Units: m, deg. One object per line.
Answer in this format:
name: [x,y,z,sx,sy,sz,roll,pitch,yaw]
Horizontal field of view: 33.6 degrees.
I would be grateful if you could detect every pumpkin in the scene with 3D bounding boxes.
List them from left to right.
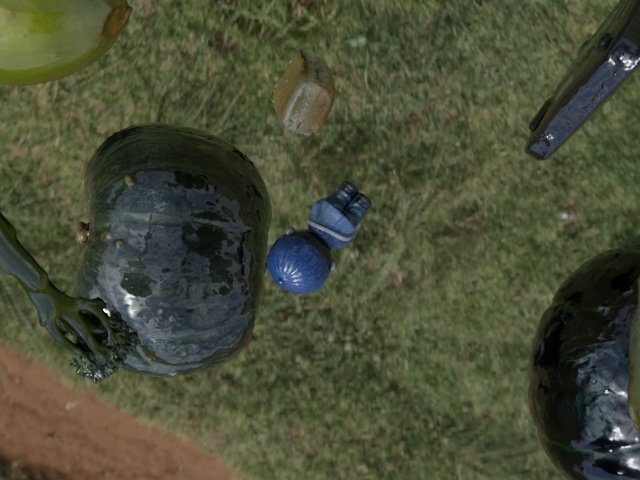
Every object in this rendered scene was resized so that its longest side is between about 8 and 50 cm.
pumpkin: [-0.194,0.014,1.401,0.257,0.291,0.328,7,106,-13]
pumpkin: [0.350,0.138,1.031,0.315,0.238,0.315,-1,97,-12]

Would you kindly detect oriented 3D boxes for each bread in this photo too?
bread: [-0.023,-0.238,1.727,0.082,0.125,0.106,24,122,-26]

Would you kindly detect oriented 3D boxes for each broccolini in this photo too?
broccolini: [-0.281,0.024,1.028,0.074,0.079,0.392,13,149,24]

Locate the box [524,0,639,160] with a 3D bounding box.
box: [0.518,-0.331,1.895,0.091,0.350,0.359,37,146,2]

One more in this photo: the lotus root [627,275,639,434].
lotus root: [0.259,0.074,0.557,0.210,0.142,0.314,-16,111,-24]

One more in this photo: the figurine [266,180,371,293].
figurine: [0.002,0.000,1.153,0.077,0.079,0.136,42,91,-12]

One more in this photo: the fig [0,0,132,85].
fig: [-0.487,-0.406,1.742,0.343,0.343,0.343,-1,124,-1]
